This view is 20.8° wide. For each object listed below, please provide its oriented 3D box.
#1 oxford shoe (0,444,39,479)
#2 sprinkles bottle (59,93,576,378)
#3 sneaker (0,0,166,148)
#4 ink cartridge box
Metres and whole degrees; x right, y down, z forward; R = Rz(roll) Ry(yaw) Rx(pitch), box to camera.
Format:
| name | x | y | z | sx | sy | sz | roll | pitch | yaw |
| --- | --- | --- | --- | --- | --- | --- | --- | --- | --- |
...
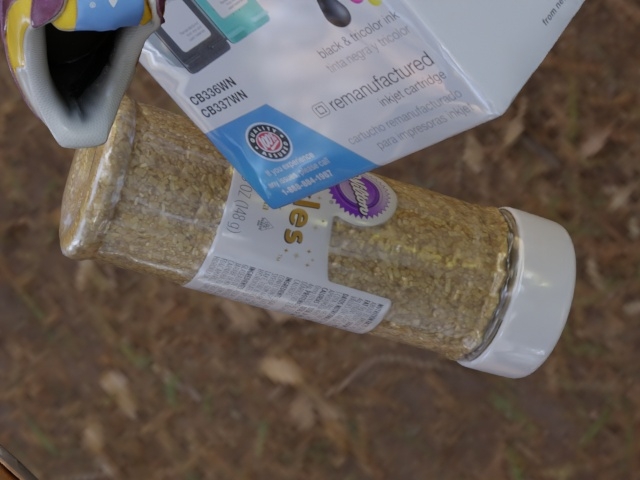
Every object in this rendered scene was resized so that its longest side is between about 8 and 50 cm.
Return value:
| name | x | y | z | sx | sy | sz | roll | pitch | yaw |
| --- | --- | --- | --- | --- | --- | --- | --- | --- | --- |
| oxford shoe | -0.208 | 0.195 | 1.136 | 0.076 | 0.076 | 0.212 | 34 | 151 | 27 |
| sprinkles bottle | 0.000 | 0.000 | 1.234 | 0.355 | 0.121 | 0.121 | 16 | 141 | -17 |
| sneaker | -0.077 | -0.119 | 0.615 | 0.185 | 0.069 | 0.084 | 101 | 155 | -43 |
| ink cartridge box | -0.009 | -0.195 | 0.903 | 0.270 | 0.197 | 0.198 | 48 | 144 | -16 |
